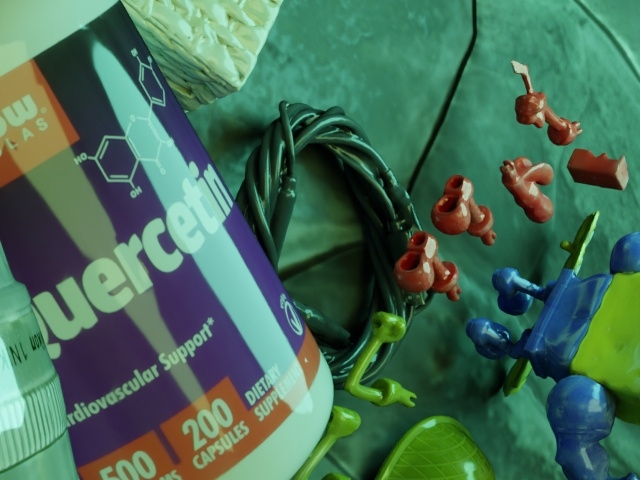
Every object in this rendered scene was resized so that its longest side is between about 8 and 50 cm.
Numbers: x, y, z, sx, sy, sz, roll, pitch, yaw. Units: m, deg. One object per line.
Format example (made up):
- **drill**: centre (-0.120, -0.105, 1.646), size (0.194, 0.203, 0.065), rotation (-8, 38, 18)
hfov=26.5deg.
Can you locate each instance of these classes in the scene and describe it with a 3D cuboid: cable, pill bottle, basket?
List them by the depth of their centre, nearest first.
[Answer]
- **pill bottle**: centre (-0.139, -0.009, 0.652), size (0.181, 0.182, 0.323), rotation (-42, 111, -37)
- **basket**: centre (-0.107, -0.156, 0.753), size (0.167, 0.103, 0.113), rotation (37, 62, -32)
- **cable**: centre (0.000, 0.000, 0.870), size (0.151, 0.047, 0.184), rotation (-35, 111, -34)

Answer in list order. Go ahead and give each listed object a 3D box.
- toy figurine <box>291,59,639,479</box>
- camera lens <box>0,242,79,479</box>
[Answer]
- **toy figurine**: centre (0.175, 0.073, 0.863), size (0.362, 0.217, 0.191), rotation (-59, 139, -23)
- **camera lens**: centre (-0.186, 0.140, 0.479), size (0.219, 0.219, 0.274), rotation (-15, 94, -42)
